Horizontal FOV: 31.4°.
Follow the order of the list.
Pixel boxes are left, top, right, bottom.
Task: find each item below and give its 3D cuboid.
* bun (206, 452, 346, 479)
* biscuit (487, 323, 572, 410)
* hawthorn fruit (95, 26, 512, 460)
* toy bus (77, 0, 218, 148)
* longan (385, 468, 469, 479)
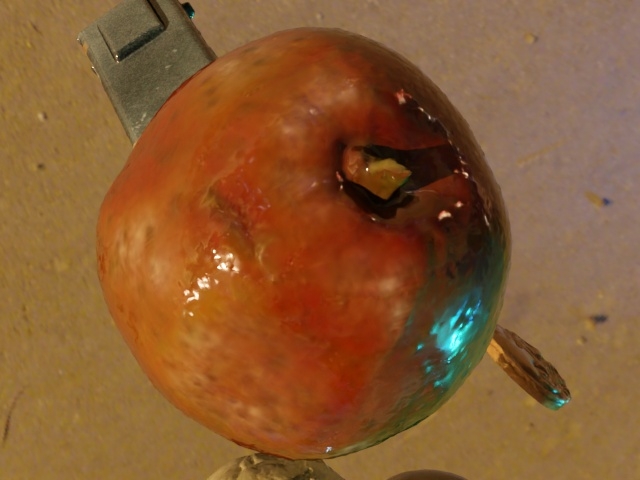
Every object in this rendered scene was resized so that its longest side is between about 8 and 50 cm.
[{"bbox_3d":[-0.064,0.332,1.420,0.220,0.134,0.220,-21,161,-8],"label":"bun"},{"bbox_3d":[0.359,0.214,1.965,0.044,0.202,0.289,-48,152,12],"label":"biscuit"},{"bbox_3d":[0.000,0.000,1.048,0.403,0.403,0.403,-14,125,-21],"label":"hawthorn fruit"},{"bbox_3d":[-0.180,-0.179,1.467,0.162,0.323,0.194,-34,135,1],"label":"toy bus"},{"bbox_3d":[0.180,0.536,1.920,0.297,0.297,0.297,-14,125,-21],"label":"longan"}]
